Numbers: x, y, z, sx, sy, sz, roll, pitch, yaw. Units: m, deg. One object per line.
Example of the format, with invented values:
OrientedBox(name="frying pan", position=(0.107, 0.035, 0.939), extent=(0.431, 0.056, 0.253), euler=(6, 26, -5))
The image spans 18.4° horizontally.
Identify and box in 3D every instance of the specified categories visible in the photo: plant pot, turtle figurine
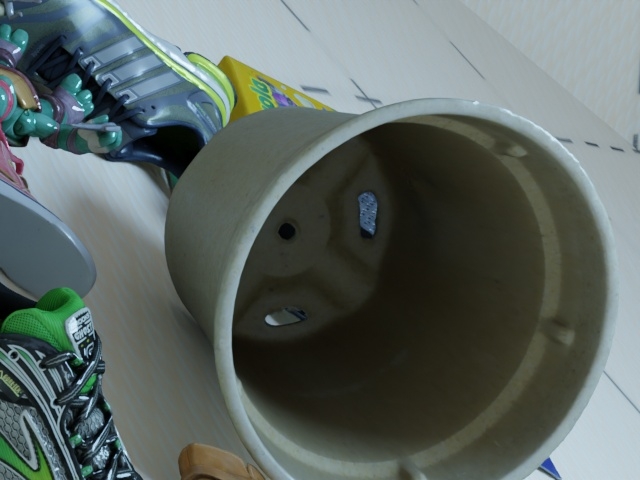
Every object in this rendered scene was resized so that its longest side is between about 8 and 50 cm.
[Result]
OrientedBox(name="plant pot", position=(0.023, 0.025, 1.609), extent=(0.334, 0.333, 0.305), euler=(36, -2, -26))
OrientedBox(name="turtle figurine", position=(-0.254, -0.131, 1.658), extent=(0.175, 0.118, 0.234), euler=(58, 0, -7))

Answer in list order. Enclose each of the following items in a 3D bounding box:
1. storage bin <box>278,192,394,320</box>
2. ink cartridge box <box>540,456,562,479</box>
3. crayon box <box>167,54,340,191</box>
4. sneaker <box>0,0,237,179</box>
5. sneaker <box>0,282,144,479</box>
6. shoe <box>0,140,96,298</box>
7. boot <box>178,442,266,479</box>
OrientedBox(name="storage bin", position=(0.000, 0.000, 1.856), extent=(0.180, 0.122, 0.084), euler=(34, 30, 3))
OrientedBox(name="ink cartridge box", position=(0.166, 0.135, 2.120), extent=(0.224, 0.045, 0.223), euler=(30, 22, -40))
OrientedBox(name="crayon box", position=(-0.013, -0.070, 2.045), extent=(0.323, 0.083, 0.203), euler=(24, 25, -28))
OrientedBox(name="sneaker", position=(-0.200, -0.148, 1.841), extent=(0.300, 0.111, 0.121), euler=(25, 40, -30))
OrientedBox(name="sneaker", position=(-0.175, 0.121, 1.211), extent=(0.343, 0.146, 0.134), euler=(46, 17, 1))
OrientedBox(name="shoe", position=(-0.242, -0.028, 1.533), extent=(0.178, 0.063, 0.081), euler=(37, 24, -9))
OrientedBox(name="boot", position=(-0.025, 0.233, 1.411), extent=(0.197, 0.073, 0.152), euler=(50, 6, -31))
